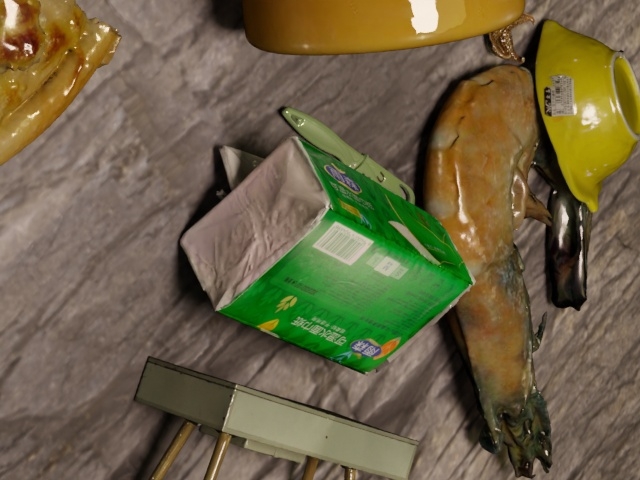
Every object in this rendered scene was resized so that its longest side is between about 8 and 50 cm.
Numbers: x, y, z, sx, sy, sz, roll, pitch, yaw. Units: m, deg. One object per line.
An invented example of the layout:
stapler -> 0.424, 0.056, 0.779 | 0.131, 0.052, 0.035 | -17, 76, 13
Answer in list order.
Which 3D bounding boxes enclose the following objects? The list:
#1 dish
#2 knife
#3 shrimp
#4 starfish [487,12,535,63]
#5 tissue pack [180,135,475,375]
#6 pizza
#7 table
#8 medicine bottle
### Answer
dish -> 0.290, -0.137, 1.636 | 0.149, 0.080, 0.207 | -21, 96, -60
knife -> 0.029, -0.074, 1.486 | 0.207, 0.014, 0.030 | 31, 75, -43
shrimp -> 0.210, 0.035, 1.647 | 0.272, 0.085, 0.445 | -22, 109, -45
starfish -> 0.192, -0.228, 1.600 | 0.078, 0.028, 0.091 | 34, 73, -48
tissue pack -> -0.001, 0.001, 1.399 | 0.148, 0.156, 0.209 | -45, 138, 19
pizza -> -0.284, -0.135, 1.131 | 0.323, 0.089, 0.223 | -37, 125, -33
table -> -0.045, 0.192, 1.398 | 0.240, 0.122, 0.111 | 22, 83, -43
medicine bottle -> 0.044, -0.286, 1.300 | 0.238, 0.238, 0.231 | -20, 111, -40
